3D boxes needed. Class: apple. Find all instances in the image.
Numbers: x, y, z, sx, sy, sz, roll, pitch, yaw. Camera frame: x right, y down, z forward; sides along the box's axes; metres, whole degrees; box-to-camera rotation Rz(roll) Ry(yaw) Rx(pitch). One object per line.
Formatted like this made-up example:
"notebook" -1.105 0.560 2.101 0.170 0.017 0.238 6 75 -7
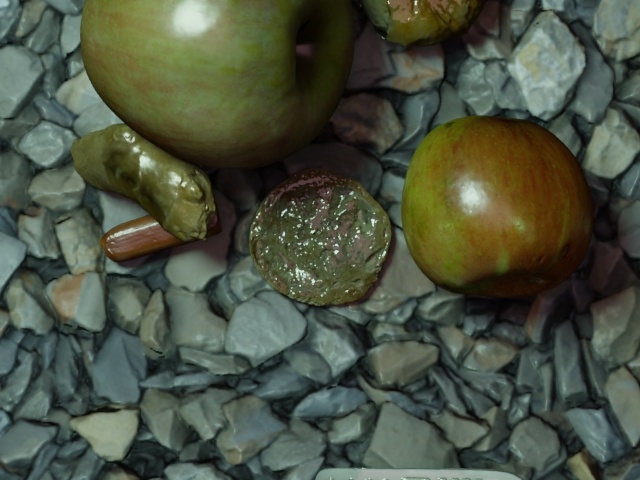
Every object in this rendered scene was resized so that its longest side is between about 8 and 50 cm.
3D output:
"apple" 0.174 -0.036 1.465 0.196 0.196 0.196 0 92 -1
"apple" -0.102 -0.198 1.431 0.234 0.257 0.257 6 92 29

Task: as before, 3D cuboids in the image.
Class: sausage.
"sausage" -0.168 -0.010 1.533 0.131 0.039 0.041 -16 99 1

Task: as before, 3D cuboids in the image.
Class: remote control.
"remote control" 0.108 0.276 1.544 0.229 0.044 0.073 -1 88 7

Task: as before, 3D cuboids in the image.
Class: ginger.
"ginger" -0.180 -0.067 1.493 0.190 0.069 0.095 34 117 20

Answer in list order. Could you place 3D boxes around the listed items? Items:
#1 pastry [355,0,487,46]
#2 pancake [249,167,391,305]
"pastry" 0.105 -0.275 1.509 0.153 0.081 0.153 1 86 -9
"pancake" 0.000 0.000 1.542 0.152 0.025 0.151 0 91 -2
